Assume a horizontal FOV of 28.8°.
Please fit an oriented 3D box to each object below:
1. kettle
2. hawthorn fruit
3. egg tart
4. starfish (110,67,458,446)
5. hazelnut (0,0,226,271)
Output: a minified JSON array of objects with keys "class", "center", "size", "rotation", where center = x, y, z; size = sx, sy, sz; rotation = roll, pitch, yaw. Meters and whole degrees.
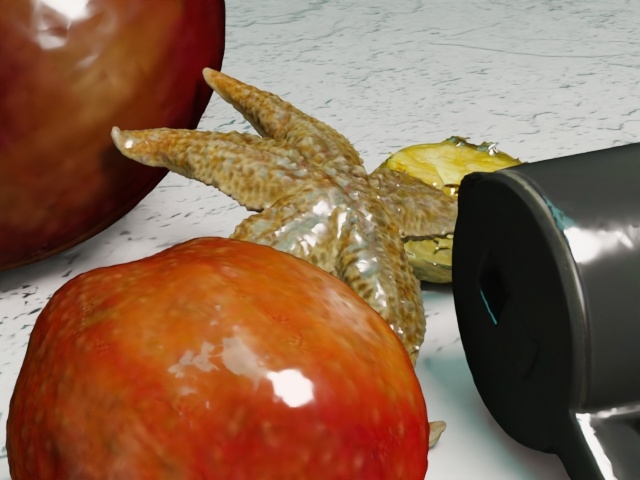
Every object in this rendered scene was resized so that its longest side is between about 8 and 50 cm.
[{"class":"kettle","center":[0.262,0.053,0.797],"size":[0.308,0.262,0.203],"rotation":[-9,-8,-17]},{"class":"hawthorn fruit","center":[-0.036,0.109,0.616],"size":[0.205,0.205,0.253],"rotation":[-17,33,-35]},{"class":"egg tart","center":[0.114,-0.029,1.087],"size":[0.212,0.090,0.212],"rotation":[2,26,-1]},{"class":"starfish","center":[0.005,-0.007,0.901],"size":[0.327,0.094,0.375],"rotation":[2,46,-20]},{"class":"hazelnut","center":[-0.298,-0.155,1.076],"size":[0.421,0.353,0.421],"rotation":[1,49,-2]}]
